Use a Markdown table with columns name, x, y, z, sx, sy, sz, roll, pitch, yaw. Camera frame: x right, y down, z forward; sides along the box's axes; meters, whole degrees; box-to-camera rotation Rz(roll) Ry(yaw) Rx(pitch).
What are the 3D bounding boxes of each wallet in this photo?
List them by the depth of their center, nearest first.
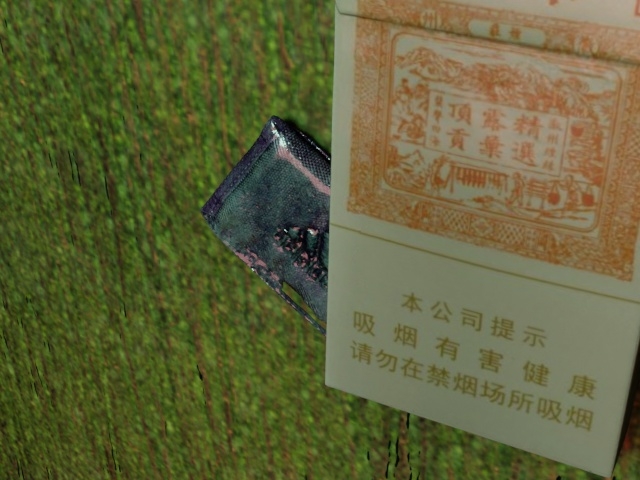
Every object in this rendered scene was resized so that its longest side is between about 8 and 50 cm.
| name | x | y | z | sx | sy | sz | roll | pitch | yaw |
| --- | --- | --- | --- | --- | --- | --- | --- | --- | --- |
| wallet | 0.000 | -0.001 | 0.743 | 0.166 | 0.030 | 0.111 | 44 | 127 | 0 |

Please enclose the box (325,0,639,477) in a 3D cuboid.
| name | x | y | z | sx | sy | sz | roll | pitch | yaw |
| --- | --- | --- | --- | --- | --- | --- | --- | --- | --- |
| box | 0.105 | -0.040 | 0.611 | 0.204 | 0.051 | 0.365 | 15 | 122 | 23 |
